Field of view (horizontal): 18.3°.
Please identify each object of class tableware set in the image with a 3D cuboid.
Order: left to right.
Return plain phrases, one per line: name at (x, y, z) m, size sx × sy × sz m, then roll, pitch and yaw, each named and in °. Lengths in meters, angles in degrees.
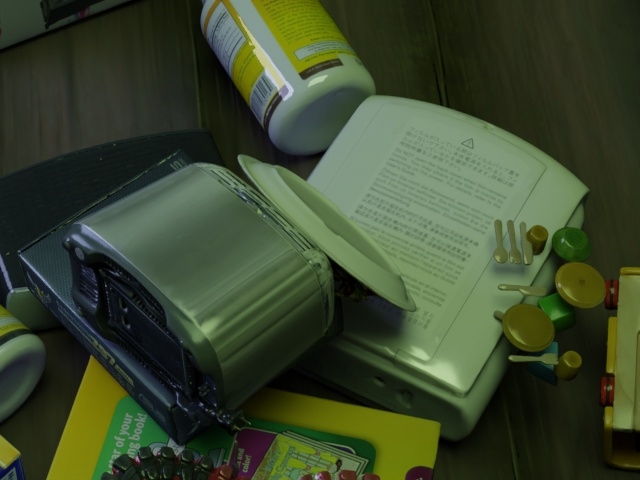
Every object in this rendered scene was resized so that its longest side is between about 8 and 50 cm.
tableware set at (0.202, 0.051, 1.756) m, size 0.104 × 0.024 × 0.154 m, roll 4°, pitch 57°, yaw -13°

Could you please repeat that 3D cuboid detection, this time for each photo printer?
photo printer at (0.091, 0.008, 1.846) m, size 0.256 × 0.107 × 0.307 m, roll 24°, pitch 57°, yaw 14°

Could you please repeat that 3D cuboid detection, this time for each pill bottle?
pill bottle at (-0.339, 0.078, 1.770) m, size 0.184 × 0.103 × 0.103 m, roll 38°, pitch 61°, yaw 20°
pill bottle at (-0.042, -0.195, 1.974) m, size 0.117 × 0.117 × 0.215 m, roll -22°, pitch 60°, yaw -18°

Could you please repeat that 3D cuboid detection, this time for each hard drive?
hard drive at (-0.196, -0.017, 1.876) m, size 0.254 × 0.054 × 0.172 m, roll -16°, pitch 58°, yaw -14°

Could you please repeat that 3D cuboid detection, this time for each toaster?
toaster at (-0.089, 0.040, 1.596) m, size 0.146 × 0.129 × 0.227 m, roll -36°, pitch 57°, yaw -24°

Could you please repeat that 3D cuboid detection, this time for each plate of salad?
plate of salad at (0.000, 0.000, 1.685) m, size 0.048 × 0.200 × 0.200 m, roll -48°, pitch 65°, yaw 8°

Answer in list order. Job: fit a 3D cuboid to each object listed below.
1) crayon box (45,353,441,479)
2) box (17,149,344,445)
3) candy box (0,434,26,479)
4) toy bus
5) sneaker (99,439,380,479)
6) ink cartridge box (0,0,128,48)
crayon box at (-0.084, 0.280, 1.615) m, size 0.313 × 0.106 × 0.363 m, roll 10°, pitch 44°, yaw 5°
box at (-0.121, 0.044, 1.718) m, size 0.183 × 0.059 × 0.232 m, roll -34°, pitch 55°, yaw -21°
candy box at (-0.443, 0.224, 1.649) m, size 0.268 × 0.122 × 0.317 m, roll 36°, pitch 59°, yaw 20°
toy bus at (0.301, 0.109, 1.789) m, size 0.202 × 0.104 × 0.191 m, roll -35°, pitch 61°, yaw -15°
sneaker at (-0.034, 0.237, 1.519) m, size 0.299 × 0.112 × 0.121 m, roll 15°, pitch 49°, yaw -8°
ink cartridge box at (-0.249, -0.340, 1.995) m, size 0.306 × 0.226 × 0.131 m, roll -25°, pitch 59°, yaw -19°
